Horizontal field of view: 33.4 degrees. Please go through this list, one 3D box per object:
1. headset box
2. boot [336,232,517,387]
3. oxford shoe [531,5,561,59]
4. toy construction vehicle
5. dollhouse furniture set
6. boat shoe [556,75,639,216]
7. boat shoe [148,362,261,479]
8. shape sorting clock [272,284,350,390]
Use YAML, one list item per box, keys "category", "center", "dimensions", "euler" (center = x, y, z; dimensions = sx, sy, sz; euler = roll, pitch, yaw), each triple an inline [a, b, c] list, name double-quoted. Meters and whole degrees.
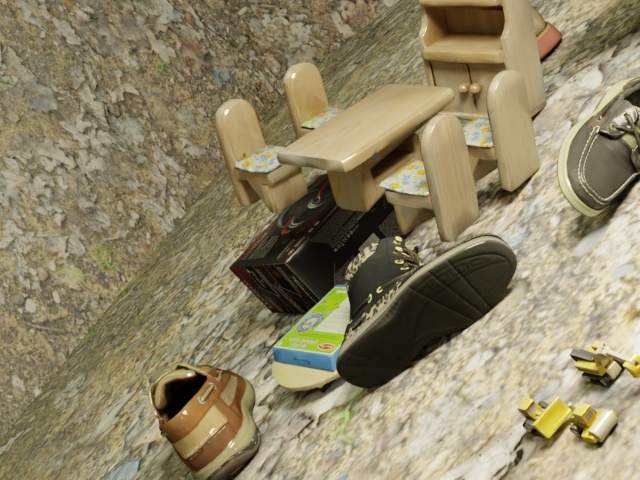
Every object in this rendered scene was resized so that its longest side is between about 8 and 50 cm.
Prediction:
- category: "headset box"
  center: [0.000, 0.000, 1.610]
  dimensions: [0.218, 0.110, 0.293]
  euler: [-47, 14, -17]
- category: "boot"
  center: [0.107, 0.038, 1.187]
  dimensions: [0.236, 0.085, 0.178]
  euler: [-42, 23, 24]
- category: "oxford shoe"
  center: [0.301, -0.373, 1.835]
  dimensions: [0.123, 0.130, 0.348]
  euler: [-44, 13, -2]
- category: "toy construction vehicle"
  center: [0.200, 0.116, 0.829]
  dimensions: [0.086, 0.035, 0.098]
  euler: [-46, 13, -12]
- category: "dollhouse furniture set"
  center: [0.108, -0.218, 1.390]
  dimensions: [0.362, 0.256, 0.394]
  euler: [11, 37, 44]
- category: "boat shoe"
  center: [0.315, -0.112, 1.103]
  dimensions: [0.073, 0.080, 0.223]
  euler: [-36, 10, 50]
- category: "boat shoe"
  center: [-0.160, 0.212, 1.406]
  dimensions: [0.122, 0.120, 0.324]
  euler: [-44, 13, -5]
- category: "shape sorting clock"
  center: [0.026, 0.113, 1.337]
  dimensions: [0.206, 0.040, 0.206]
  euler: [-30, 19, 12]
